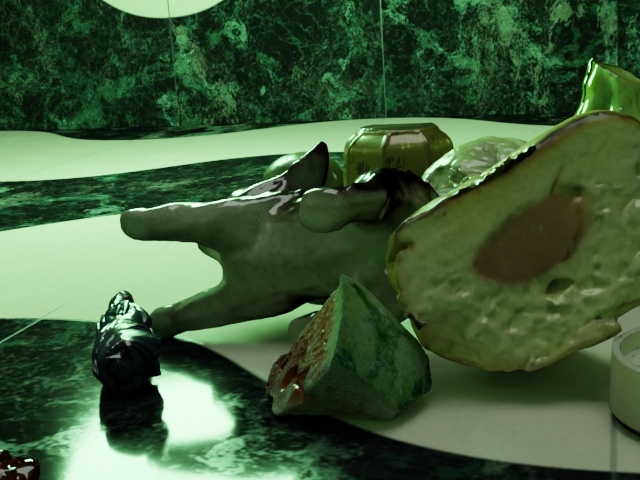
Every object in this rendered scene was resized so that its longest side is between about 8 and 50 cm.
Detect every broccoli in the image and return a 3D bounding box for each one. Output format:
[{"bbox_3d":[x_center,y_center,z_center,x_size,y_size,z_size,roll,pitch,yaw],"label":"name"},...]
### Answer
[{"bbox_3d":[0.425,-0.126,1.470,0.248,0.246,0.288,4,17,-9],"label":"broccoli"}]

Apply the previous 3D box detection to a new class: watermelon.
[{"bbox_3d":[0.004,0.102,0.907,0.158,0.121,0.098,-3,34,23],"label":"watermelon"}]

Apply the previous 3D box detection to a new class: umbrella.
[{"bbox_3d":[-0.201,0.101,1.086,0.071,0.071,0.248,-6,9,-12],"label":"umbrella"}]

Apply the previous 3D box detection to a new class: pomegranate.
[{"bbox_3d":[0.003,-0.060,1.605,0.191,0.131,0.152,21,11,6],"label":"pomegranate"}]

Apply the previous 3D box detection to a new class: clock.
[{"bbox_3d":[0.313,0.117,0.847,0.155,0.063,0.229,0,16,6],"label":"clock"}]

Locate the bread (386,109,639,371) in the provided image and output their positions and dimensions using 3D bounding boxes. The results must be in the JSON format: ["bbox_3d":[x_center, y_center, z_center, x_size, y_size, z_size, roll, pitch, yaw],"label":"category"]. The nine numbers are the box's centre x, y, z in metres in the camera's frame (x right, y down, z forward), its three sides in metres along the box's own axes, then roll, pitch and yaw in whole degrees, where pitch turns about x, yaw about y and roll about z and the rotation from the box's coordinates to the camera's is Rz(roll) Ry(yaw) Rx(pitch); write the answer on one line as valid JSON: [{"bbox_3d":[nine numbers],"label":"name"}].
[{"bbox_3d":[0.176,0.018,0.928,0.211,0.184,0.224,-25,-6,-40],"label":"bread"}]

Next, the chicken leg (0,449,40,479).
[{"bbox_3d":[-0.305,0.179,0.787,0.205,0.053,0.093,-3,27,20],"label":"chicken leg"}]

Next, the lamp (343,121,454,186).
[{"bbox_3d":[0.106,-0.063,1.413,0.161,0.185,0.161,-3,12,1],"label":"lamp"}]

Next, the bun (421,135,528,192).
[{"bbox_3d":[0.235,-0.043,1.278,0.220,0.134,0.220,30,25,-16],"label":"bun"}]

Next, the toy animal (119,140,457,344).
[{"bbox_3d":[0.000,0.000,1.151,0.344,0.194,0.302,4,18,42],"label":"toy animal"}]
